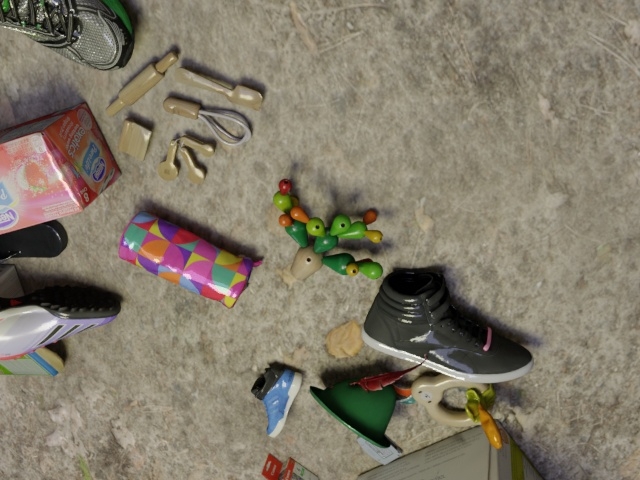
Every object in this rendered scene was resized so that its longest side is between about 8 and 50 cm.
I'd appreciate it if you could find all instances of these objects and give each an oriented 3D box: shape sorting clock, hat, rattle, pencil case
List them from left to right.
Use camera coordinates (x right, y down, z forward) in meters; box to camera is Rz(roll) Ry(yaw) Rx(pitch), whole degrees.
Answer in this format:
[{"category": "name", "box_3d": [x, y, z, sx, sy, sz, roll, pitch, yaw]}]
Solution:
[{"category": "shape sorting clock", "box_3d": [-0.613, 0.223, 1.408, 0.206, 0.040, 0.206, 3, 148, 2]}, {"category": "pencil case", "box_3d": [-0.229, 0.033, 1.231, 0.236, 0.104, 0.104, 24, 120, -4]}, {"category": "hat", "box_3d": [0.108, 0.253, 1.277, 0.173, 0.208, 0.183, 35, 89, -45]}, {"category": "rattle", "box_3d": [0.211, 0.309, 1.263, 0.199, 0.143, 0.130, 9, 138, 0]}]

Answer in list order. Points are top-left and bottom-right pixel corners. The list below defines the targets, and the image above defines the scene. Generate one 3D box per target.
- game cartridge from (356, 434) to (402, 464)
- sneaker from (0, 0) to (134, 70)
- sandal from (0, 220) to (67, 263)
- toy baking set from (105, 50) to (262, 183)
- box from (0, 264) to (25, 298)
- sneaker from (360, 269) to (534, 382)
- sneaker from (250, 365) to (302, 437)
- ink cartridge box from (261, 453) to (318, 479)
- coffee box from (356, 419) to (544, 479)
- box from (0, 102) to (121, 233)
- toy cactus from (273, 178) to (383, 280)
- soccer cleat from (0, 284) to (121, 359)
[{"category": "game cartridge", "box_3d": [0.114, 0.407, 1.403, 0.056, 0.017, 0.083, -40, 104, 23]}, {"category": "sneaker", "box_3d": [-0.437, -0.344, 1.041, 0.343, 0.146, 0.134, 26, 120, -4]}, {"category": "sandal", "box_3d": [-0.597, 0.004, 1.314, 0.254, 0.054, 0.097, -8, 116, 16]}, {"category": "toy baking set", "box_3d": [-0.220, -0.201, 1.142, 0.256, 0.030, 0.197, -37, 108, 27]}, {"category": "box", "box_3d": [-0.641, 0.106, 1.352, 0.102, 0.101, 0.087, -1, 118, 14]}, {"category": "sneaker", "box_3d": [0.219, 0.138, 1.182, 0.295, 0.104, 0.147, 14, 125, 10]}, {"category": "sneaker", "box_3d": [-0.098, 0.307, 1.368, 0.084, 0.058, 0.152, 20, 116, -6]}, {"category": "ink cartridge box", "box_3d": [-0.062, 0.484, 1.454, 0.115, 0.063, 0.029, 39, 120, -10]}, {"category": "coffee box", "box_3d": [0.266, 0.610, 1.294, 0.337, 0.338, 0.334, -31, 108, 25]}, {"category": "box", "box_3d": [-0.514, -0.105, 1.182, 0.300, 0.154, 0.142, -14, 114, 17]}, {"category": "toy cactus", "box_3d": [0.000, 0.000, 1.175, 0.219, 0.112, 0.180, 30, 138, -8]}, {"category": "soccer cleat", "box_3d": [-0.528, 0.157, 1.293, 0.318, 0.108, 0.116, -5, 114, -25]}]
